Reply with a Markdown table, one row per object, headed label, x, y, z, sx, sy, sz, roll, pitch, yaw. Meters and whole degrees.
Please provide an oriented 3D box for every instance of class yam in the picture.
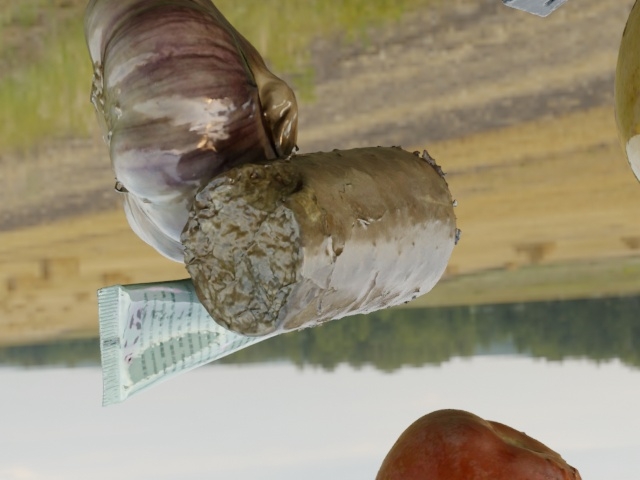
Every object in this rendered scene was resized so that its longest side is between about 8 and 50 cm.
| label | x | y | z | sx | sy | sz | roll | pitch | yaw |
| --- | --- | --- | --- | --- | --- | --- | --- | --- | --- |
| yam | 0.002 | 0.000 | 1.069 | 0.128 | 0.129 | 0.238 | -30 | 172 | 30 |

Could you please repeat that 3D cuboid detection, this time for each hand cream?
| label | x | y | z | sx | sy | sz | roll | pitch | yaw |
| --- | --- | --- | --- | --- | --- | --- | --- | --- | --- |
| hand cream | -0.059 | 0.053 | 1.124 | 0.058 | 0.085 | 0.331 | 8 | -168 | 29 |

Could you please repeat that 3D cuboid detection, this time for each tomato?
| label | x | y | z | sx | sy | sz | roll | pitch | yaw |
| --- | --- | --- | --- | --- | --- | --- | --- | --- | --- |
| tomato | 0.144 | 0.264 | 1.337 | 0.208 | 0.184 | 0.208 | 25 | -177 | -1 |

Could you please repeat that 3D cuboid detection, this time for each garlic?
| label | x | y | z | sx | sy | sz | roll | pitch | yaw |
| --- | --- | --- | --- | --- | --- | --- | --- | --- | --- |
| garlic | -0.102 | -0.103 | 1.171 | 0.161 | 0.244 | 0.245 | -18 | 178 | -6 |

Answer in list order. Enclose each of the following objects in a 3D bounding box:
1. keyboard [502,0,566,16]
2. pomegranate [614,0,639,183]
| label | x | y | z | sx | sy | sz | roll | pitch | yaw |
| --- | --- | --- | --- | --- | --- | --- | --- | --- | --- |
| keyboard | 0.347 | -0.358 | 1.638 | 0.317 | 0.027 | 0.106 | -35 | 156 | 34 |
| pomegranate | 0.369 | -0.122 | 1.148 | 0.307 | 0.307 | 0.307 | -3 | 176 | 0 |
